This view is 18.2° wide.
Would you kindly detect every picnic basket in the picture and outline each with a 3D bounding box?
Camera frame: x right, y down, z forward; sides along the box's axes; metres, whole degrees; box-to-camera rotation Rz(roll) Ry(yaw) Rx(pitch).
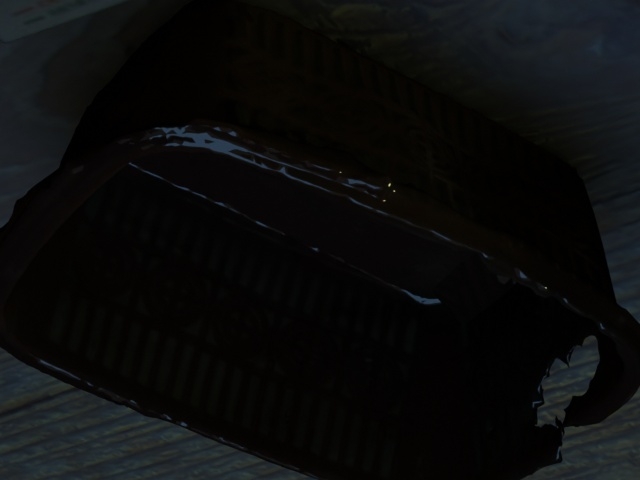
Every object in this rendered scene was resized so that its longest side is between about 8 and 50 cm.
[{"bbox_3d":[0.000,0.000,0.955,0.297,0.129,0.222,24,140,-21],"label":"picnic basket"}]

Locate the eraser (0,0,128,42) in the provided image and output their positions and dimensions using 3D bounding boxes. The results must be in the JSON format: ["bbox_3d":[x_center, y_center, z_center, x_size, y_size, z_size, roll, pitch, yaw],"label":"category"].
[{"bbox_3d":[-0.058,-0.155,0.814,0.352,0.061,0.089,-14,139,29],"label":"eraser"}]
